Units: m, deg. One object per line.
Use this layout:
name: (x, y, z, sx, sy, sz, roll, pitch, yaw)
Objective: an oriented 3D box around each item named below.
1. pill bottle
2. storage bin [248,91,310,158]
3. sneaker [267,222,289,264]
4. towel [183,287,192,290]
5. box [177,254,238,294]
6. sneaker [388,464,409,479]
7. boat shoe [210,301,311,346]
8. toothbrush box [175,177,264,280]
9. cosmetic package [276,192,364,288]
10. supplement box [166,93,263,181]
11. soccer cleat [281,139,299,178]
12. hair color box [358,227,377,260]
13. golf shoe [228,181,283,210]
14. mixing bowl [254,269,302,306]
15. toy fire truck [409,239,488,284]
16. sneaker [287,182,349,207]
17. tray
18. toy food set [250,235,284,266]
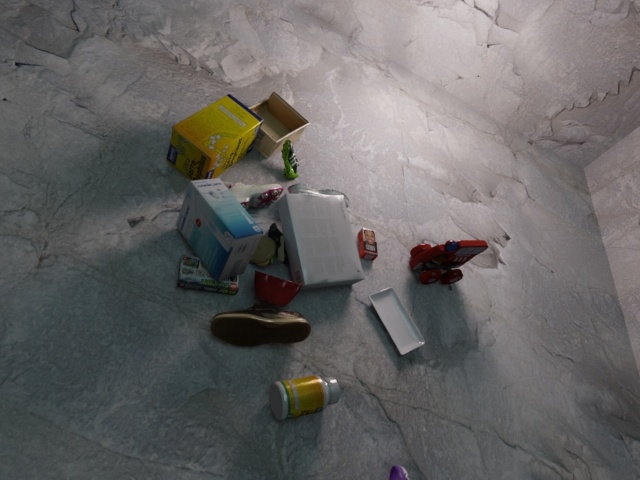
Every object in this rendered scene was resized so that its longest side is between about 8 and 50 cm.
pill bottle: (-0.048, 0.502, 1.390, 0.209, 0.117, 0.117, 0, 58, -29)
storage bin: (-0.238, -0.555, 2.033, 0.260, 0.123, 0.262, 43, 49, 5)
sneaker: (-0.160, 0.012, 1.720, 0.170, 0.051, 0.089, 44, 53, 11)
towel: (-0.455, 0.137, 1.504, 0.060, 0.009, 0.083, -6, 61, -30)
box: (-0.394, 0.122, 1.519, 0.207, 0.036, 0.114, 13, 51, -25)
sneaker: (0.205, 0.811, 1.327, 0.105, 0.095, 0.236, 24, 50, -1)
boat shoe: (-0.207, 0.279, 1.483, 0.343, 0.123, 0.123, 4, 26, -21)
toothbrush box: (-0.361, -0.043, 1.506, 0.126, 0.216, 0.295, -15, 56, -46)
cosmetic package: (0.000, 0.000, 1.728, 0.285, 0.097, 0.376, -2, 71, -32)
supplement box: (-0.434, -0.418, 1.786, 0.195, 0.194, 0.356, 38, 49, 1)
soccer cleat: (-0.136, -0.372, 1.974, 0.072, 0.060, 0.178, -4, 89, -43)
hair color box: (0.212, 0.016, 1.920, 0.072, 0.043, 0.141, 13, 52, -18)
golf shoe: (-0.292, -0.196, 1.761, 0.306, 0.115, 0.140, -24, 68, -39)
mixing bowl: (-0.164, 0.179, 1.542, 0.182, 0.181, 0.098, 19, 83, -15)
toy fire truck: (0.564, 0.069, 1.927, 0.303, 0.254, 0.169, 2, 57, -27)
sneaker: (-0.009, -0.165, 1.911, 0.298, 0.111, 0.129, 6, 75, -23)
tray: (0.306, 0.328, 1.758, 0.145, 0.030, 0.270, -13, 65, -35)
toy food set: (-0.233, 0.040, 1.656, 0.192, 0.038, 0.132, -1, 60, 0)
